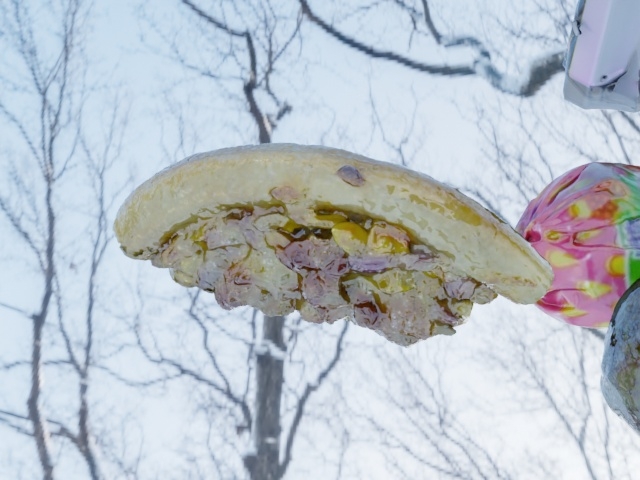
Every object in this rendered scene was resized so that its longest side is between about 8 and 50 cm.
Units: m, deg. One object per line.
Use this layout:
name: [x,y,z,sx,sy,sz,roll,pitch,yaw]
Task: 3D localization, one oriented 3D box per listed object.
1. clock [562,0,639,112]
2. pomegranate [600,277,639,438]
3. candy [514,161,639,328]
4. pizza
clock: [0.357,-0.233,1.098,0.253,0.083,0.186,-17,-49,-27]
pomegranate: [0.236,0.088,0.646,0.126,0.163,0.138,-32,-28,10]
candy: [0.087,0.014,0.822,0.365,0.124,0.124,-4,-53,22]
pizza: [-0.001,0.003,0.597,0.246,0.058,0.127,17,-37,10]
